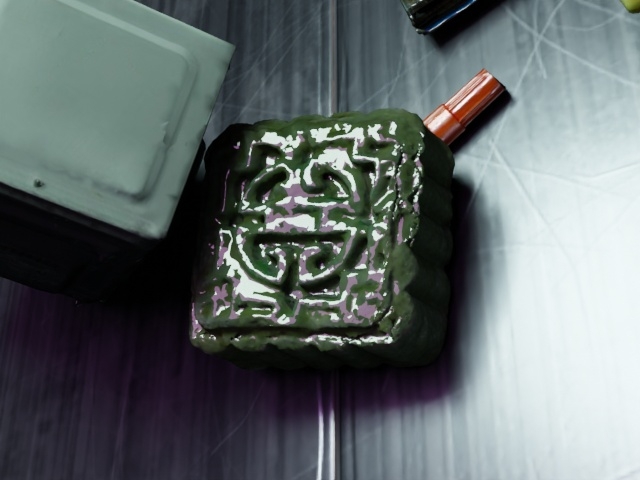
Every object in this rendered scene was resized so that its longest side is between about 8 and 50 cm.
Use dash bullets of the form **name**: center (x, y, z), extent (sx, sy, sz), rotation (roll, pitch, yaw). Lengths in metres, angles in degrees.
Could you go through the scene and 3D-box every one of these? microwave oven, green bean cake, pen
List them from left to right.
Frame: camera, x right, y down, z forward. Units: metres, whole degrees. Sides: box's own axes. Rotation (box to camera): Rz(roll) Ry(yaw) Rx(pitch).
- **microwave oven**: center (-0.223, -0.068, 0.796), extent (0.295, 0.238, 0.181), rotation (-31, 39, 67)
- **green bean cake**: center (0.000, 0.000, 0.733), extent (0.185, 0.094, 0.183), rotation (-2, 72, 24)
- **pen**: center (0.048, -0.045, 0.786), extent (0.239, 0.028, 0.028), rotation (-43, 47, 10)

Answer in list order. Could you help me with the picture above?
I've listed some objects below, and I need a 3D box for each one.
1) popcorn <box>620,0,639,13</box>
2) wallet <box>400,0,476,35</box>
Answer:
- **popcorn**: center (0.251, -0.227, 0.652), extent (0.173, 0.173, 0.142), rotation (-39, 41, 13)
- **wallet**: center (0.186, -0.307, 0.822), extent (0.317, 0.044, 0.169), rotation (-33, 46, 16)
